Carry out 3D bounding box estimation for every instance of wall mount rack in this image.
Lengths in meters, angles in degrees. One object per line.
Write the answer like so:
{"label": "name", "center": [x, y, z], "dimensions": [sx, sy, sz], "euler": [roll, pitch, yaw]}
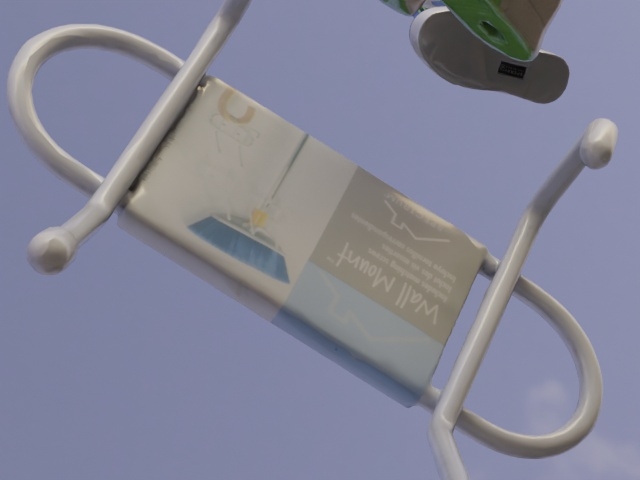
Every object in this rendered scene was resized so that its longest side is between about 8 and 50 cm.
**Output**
{"label": "wall mount rack", "center": [0.000, 0.000, 0.940], "dimensions": [0.350, 0.130, 0.304], "euler": [32, -135, -4]}

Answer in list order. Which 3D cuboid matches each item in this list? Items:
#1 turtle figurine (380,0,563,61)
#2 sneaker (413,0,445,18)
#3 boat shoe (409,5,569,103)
{"label": "turtle figurine", "center": [0.099, -0.228, 0.820], "dimensions": [0.266, 0.198, 0.275], "euler": [-51, -21, -6]}
{"label": "sneaker", "center": [0.081, -0.150, 1.149], "dimensions": [0.091, 0.126, 0.240], "euler": [53, -142, 12]}
{"label": "boat shoe", "center": [0.078, -0.094, 0.977], "dimensions": [0.100, 0.035, 0.035], "euler": [12, -76, -37]}
